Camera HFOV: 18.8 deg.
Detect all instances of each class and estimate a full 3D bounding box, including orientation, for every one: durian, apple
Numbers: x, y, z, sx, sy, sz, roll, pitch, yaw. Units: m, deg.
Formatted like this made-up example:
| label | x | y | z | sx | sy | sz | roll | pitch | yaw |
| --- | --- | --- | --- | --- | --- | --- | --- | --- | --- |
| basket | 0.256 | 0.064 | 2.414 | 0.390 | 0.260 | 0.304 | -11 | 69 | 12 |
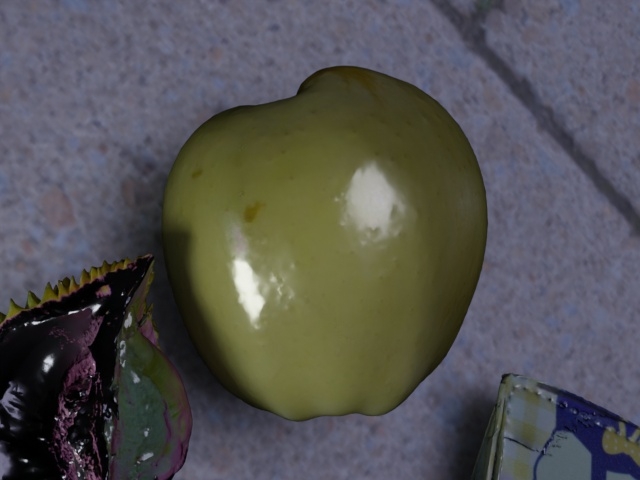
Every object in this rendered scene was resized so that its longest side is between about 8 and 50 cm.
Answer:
| label | x | y | z | sx | sy | sz | roll | pitch | yaw |
| --- | --- | --- | --- | --- | --- | --- | --- | --- | --- |
| durian | -0.130 | 0.109 | 1.024 | 0.108 | 0.119 | 0.186 | 36 | 56 | -63 |
| apple | 0.000 | 0.000 | 1.070 | 0.200 | 0.200 | 0.200 | 9 | 72 | -30 |

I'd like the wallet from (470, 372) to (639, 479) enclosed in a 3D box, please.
| label | x | y | z | sx | sy | sz | roll | pitch | yaw |
| --- | --- | --- | --- | --- | --- | --- | --- | --- | --- |
| wallet | 0.154 | 0.252 | 1.160 | 0.223 | 0.077 | 0.309 | 27 | 62 | -27 |
